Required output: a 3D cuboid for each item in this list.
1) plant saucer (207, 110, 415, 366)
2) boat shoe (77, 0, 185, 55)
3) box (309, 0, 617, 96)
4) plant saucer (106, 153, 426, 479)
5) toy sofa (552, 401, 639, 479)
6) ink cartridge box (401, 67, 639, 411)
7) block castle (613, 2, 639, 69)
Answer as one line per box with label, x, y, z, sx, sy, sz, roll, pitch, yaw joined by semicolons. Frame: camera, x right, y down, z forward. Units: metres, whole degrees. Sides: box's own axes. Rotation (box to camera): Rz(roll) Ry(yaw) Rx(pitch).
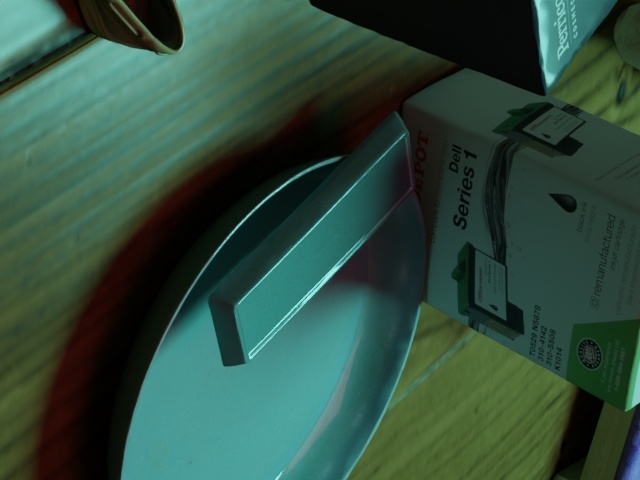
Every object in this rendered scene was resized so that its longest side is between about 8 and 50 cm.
plant saucer;0.000;0.000;1.227;0.192;0.018;0.067;-46;146;-30
boat shoe;-0.107;-0.153;0.989;0.056;0.048;0.153;-49;147;-25
box;0.119;-0.321;1.089;0.312;0.179;0.343;-50;148;-26
plant saucer;-0.038;0.084;1.290;0.317;0.044;0.317;-37;140;-38
toy sofa;0.362;0.100;1.807;0.150;0.177;0.362;-19;128;-52
ink cartridge box;0.157;-0.006;1.356;0.093;0.219;0.160;-29;135;-41
block castle;0.446;-0.283;1.517;0.213;0.303;0.453;1;112;-59
